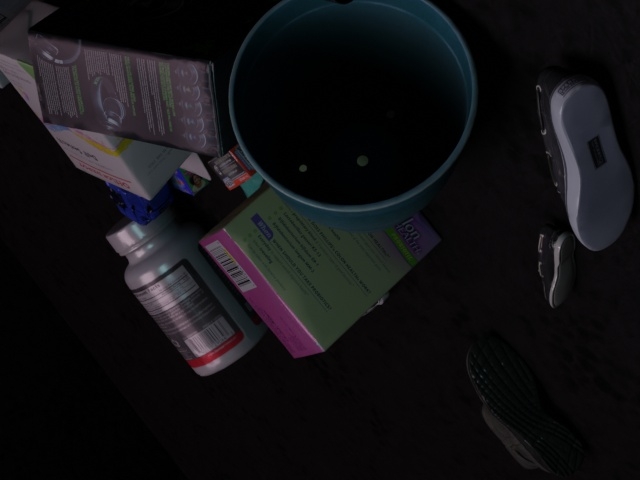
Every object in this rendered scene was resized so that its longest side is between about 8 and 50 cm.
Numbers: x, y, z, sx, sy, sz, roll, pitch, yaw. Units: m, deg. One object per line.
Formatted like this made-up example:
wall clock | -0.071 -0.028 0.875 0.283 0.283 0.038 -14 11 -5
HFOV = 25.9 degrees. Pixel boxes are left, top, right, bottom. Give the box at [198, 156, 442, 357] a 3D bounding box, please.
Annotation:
box | 0.000 0.000 1.902 0.213 0.243 0.117 50 158 -7

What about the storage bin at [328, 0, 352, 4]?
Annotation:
storage bin | 0.033 -0.332 1.385 0.084 0.180 0.122 24 148 46

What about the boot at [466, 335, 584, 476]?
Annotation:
boot | 0.269 0.249 2.041 0.246 0.083 0.161 53 163 -8

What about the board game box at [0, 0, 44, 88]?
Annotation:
board game box | -0.534 -0.398 2.256 0.303 0.224 0.097 32 155 35

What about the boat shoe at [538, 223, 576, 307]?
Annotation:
boat shoe | 0.284 0.031 1.695 0.038 0.046 0.125 33 150 33

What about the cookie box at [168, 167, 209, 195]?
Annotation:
cookie box | -0.250 -0.137 2.399 0.092 0.040 0.107 21 146 52

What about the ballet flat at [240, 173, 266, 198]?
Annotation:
ballet flat | -0.095 -0.134 2.059 0.087 0.083 0.247 24 151 -2

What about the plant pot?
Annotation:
plant pot | 0.044 -0.125 1.623 0.271 0.271 0.255 42 171 14

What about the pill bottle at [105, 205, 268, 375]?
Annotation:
pill bottle | -0.249 0.078 2.570 0.318 0.176 0.176 54 157 -12

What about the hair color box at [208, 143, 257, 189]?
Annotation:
hair color box | -0.066 -0.145 1.885 0.053 0.167 0.093 51 158 -7

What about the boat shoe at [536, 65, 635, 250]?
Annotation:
boat shoe | 0.274 -0.090 1.488 0.076 0.080 0.228 49 169 49

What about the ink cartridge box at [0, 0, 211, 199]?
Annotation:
ink cartridge box | -0.337 -0.193 2.162 0.207 0.119 0.353 23 156 41

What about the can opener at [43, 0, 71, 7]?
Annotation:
can opener | -0.290 -0.312 2.108 0.283 0.076 0.095 28 164 27

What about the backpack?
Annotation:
backpack | -0.310 -0.081 2.423 0.101 0.098 0.120 39 159 25

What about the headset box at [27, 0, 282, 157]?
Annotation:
headset box | -0.169 -0.230 1.724 0.283 0.246 0.131 13 126 26

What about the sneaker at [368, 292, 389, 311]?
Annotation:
sneaker | 0.016 0.022 2.107 0.235 0.094 0.153 53 156 -11
